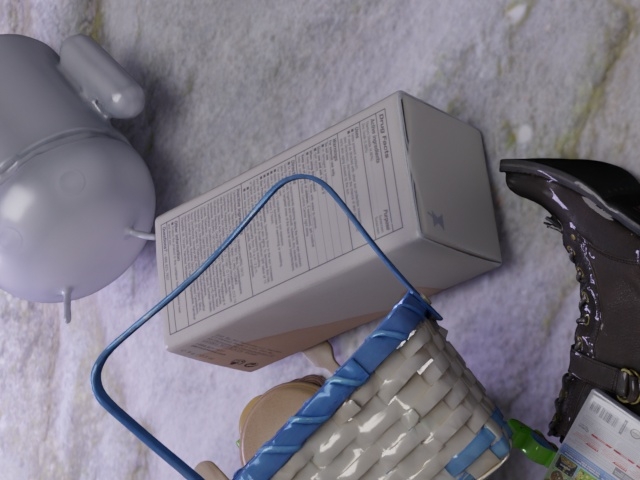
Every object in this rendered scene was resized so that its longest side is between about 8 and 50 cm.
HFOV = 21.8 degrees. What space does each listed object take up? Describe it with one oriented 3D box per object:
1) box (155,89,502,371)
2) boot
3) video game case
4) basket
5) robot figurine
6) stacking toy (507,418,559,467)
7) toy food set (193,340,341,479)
[{"bbox_3d":[0.000,0.000,1.507,0.311,0.121,0.148,-24,61,36],"label":"box"},{"bbox_3d":[0.224,0.062,1.360,0.263,0.091,0.229,30,114,44],"label":"boot"},{"bbox_3d":[0.223,0.191,1.314,0.087,0.011,0.122,35,109,28],"label":"video game case"},{"bbox_3d":[-0.009,0.127,1.330,0.255,0.201,0.289,-43,91,6],"label":"basket"},{"bbox_3d":[-0.303,-0.076,1.723,0.300,0.200,0.353,-50,58,16],"label":"robot figurine"},{"bbox_3d":[0.187,0.277,1.372,0.221,0.052,0.167,43,113,21],"label":"stacking toy"},{"bbox_3d":[-0.023,0.193,1.588,0.192,0.038,0.132,-50,64,13],"label":"toy food set"}]
